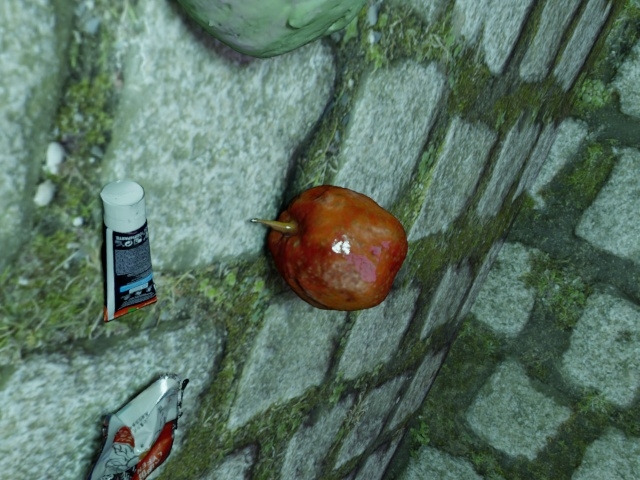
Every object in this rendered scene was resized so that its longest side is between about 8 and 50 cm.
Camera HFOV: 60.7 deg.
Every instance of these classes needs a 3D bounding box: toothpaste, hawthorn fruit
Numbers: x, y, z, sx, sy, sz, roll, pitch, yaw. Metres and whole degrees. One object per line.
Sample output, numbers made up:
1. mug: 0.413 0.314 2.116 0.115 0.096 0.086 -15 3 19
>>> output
1. toothpaste: -0.228 0.022 0.640 0.071 0.045 0.194 -24 143 -34
2. hawthorn fruit: 0.000 0.000 0.844 0.243 0.207 0.208 22 99 -33

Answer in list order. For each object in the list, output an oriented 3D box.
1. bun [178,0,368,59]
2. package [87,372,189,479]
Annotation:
1. bun: -0.012 -0.313 0.506 0.293 0.187 0.293 -37 142 -36
2. package: -0.282 0.311 0.811 0.194 0.071 0.269 -23 148 -44
